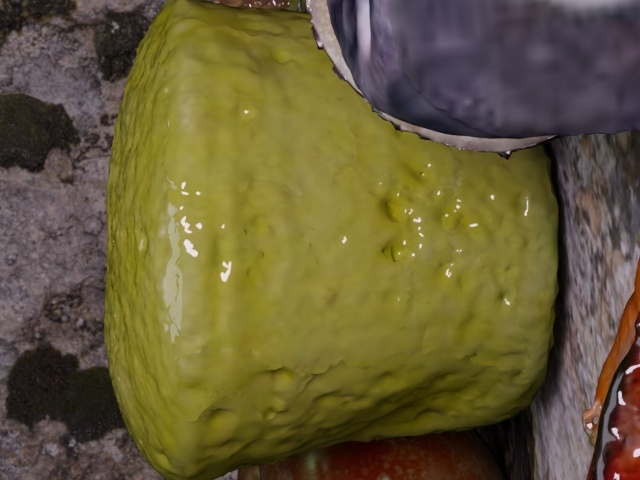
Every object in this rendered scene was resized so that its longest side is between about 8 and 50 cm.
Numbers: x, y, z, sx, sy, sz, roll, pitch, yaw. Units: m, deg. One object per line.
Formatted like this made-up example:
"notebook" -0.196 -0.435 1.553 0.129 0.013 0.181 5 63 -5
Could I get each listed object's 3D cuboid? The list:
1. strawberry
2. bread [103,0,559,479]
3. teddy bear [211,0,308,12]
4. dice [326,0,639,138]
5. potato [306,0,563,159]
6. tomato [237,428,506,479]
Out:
"strawberry" 0.165 0.080 0.771 0.140 0.085 0.192 -3 -73 -81
"bread" 0.000 0.000 1.209 0.348 0.307 0.348 180 90 -83
"teddy bear" 0.019 -0.153 1.487 0.222 0.246 0.296 29 150 24
"dice" 0.094 -0.156 0.719 0.183 0.182 0.182 -110 16 -60
"potato" 0.103 -0.139 0.949 0.117 0.202 0.182 6 -70 -59
"tomato" 0.050 0.242 1.408 0.270 0.222 0.270 -178 90 -77
